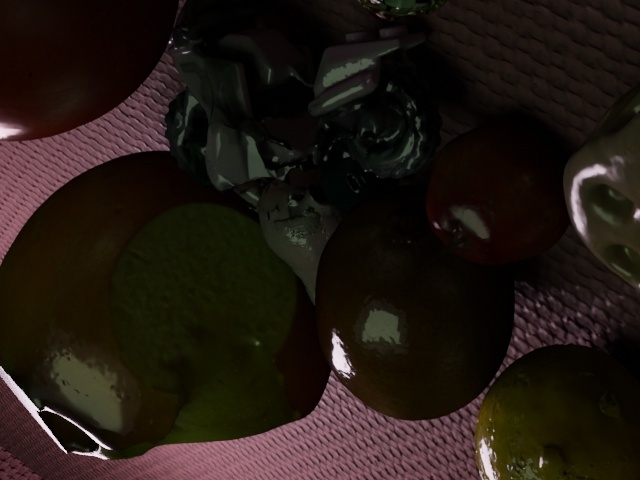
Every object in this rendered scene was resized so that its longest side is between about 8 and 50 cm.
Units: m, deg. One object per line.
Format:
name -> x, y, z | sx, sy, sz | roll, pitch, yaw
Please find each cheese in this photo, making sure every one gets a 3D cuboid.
cheese -> 0.285, -0.027, 1.099 | 0.235, 0.117, 0.218 | 6, 134, 53

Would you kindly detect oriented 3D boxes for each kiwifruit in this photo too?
kiwifruit -> 0.087, 0.054, 1.446 | 0.196, 0.196, 0.234 | 31, 149, 30

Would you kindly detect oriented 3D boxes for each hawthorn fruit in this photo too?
hawthorn fruit -> 0.147, -0.031, 1.315 | 0.125, 0.140, 0.125 | 19, 176, 1

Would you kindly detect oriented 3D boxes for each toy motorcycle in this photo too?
toy motorcycle -> -0.034, -0.142, 1.405 | 0.327, 0.143, 0.188 | -2, 105, 44

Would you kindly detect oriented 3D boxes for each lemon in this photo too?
lemon -> 0.227, 0.185, 1.446 | 0.173, 0.173, 0.206 | 39, 169, 17

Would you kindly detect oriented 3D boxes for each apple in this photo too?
apple -> -0.184, 0.095, 1.757 | 0.384, 0.374, 0.374 | 38, 154, 22

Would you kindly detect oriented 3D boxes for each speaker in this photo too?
speaker -> 0.036, -0.078, 1.507 | 0.075, 0.060, 0.095 | -20, 76, 63

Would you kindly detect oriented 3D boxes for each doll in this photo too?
doll -> 0.000, 0.000, 1.619 | 0.192, 0.095, 0.149 | 55, 156, -23

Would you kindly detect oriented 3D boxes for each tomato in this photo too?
tomato -> -0.266, -0.247, 1.359 | 0.321, 0.321, 0.321 | 36, 153, 22

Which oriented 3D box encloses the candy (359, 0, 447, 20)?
candy -> 0.089, -0.271, 1.125 | 0.091, 0.083, 0.305 | 11, 145, -10
